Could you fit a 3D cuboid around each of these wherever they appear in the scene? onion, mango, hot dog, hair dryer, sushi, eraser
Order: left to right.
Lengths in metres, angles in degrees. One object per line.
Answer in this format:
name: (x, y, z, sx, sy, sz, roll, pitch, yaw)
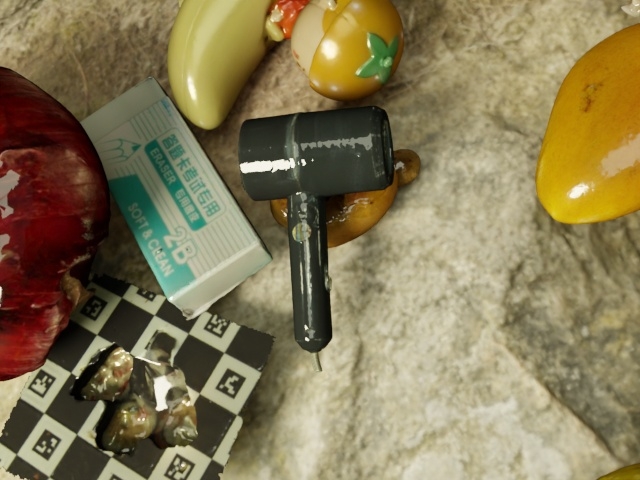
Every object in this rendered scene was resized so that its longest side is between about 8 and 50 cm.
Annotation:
onion: (-0.268, -0.012, 0.646, 0.272, 0.195, 0.272, 6, 99, 43)
sushi: (-0.159, 0.141, 0.648, 0.210, 0.040, 0.193, 14, 68, 19)
eraser: (-0.140, -0.045, 0.679, 0.095, 0.052, 0.225, -34, 63, -2)
hair dryer: (0.000, 0.000, 0.611, 0.124, 0.071, 0.219, -2, 87, 14)
hot dog: (0.024, -0.048, 0.674, 0.140, 0.060, 0.090, -41, 75, 5)
mango: (0.264, -0.103, 0.631, 0.141, 0.102, 0.217, 37, 80, 21)

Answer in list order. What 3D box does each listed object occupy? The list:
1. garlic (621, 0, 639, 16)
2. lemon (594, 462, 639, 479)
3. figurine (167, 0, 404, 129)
garlic: (0.272, -0.336, 0.692, 0.217, 0.110, 0.228, -32, 73, -5)
lemon: (0.250, 0.295, 0.420, 0.335, 0.336, 0.336, -2, 75, 7)
figurine: (-0.007, -0.226, 0.696, 0.222, 0.124, 0.324, 40, 87, 12)
